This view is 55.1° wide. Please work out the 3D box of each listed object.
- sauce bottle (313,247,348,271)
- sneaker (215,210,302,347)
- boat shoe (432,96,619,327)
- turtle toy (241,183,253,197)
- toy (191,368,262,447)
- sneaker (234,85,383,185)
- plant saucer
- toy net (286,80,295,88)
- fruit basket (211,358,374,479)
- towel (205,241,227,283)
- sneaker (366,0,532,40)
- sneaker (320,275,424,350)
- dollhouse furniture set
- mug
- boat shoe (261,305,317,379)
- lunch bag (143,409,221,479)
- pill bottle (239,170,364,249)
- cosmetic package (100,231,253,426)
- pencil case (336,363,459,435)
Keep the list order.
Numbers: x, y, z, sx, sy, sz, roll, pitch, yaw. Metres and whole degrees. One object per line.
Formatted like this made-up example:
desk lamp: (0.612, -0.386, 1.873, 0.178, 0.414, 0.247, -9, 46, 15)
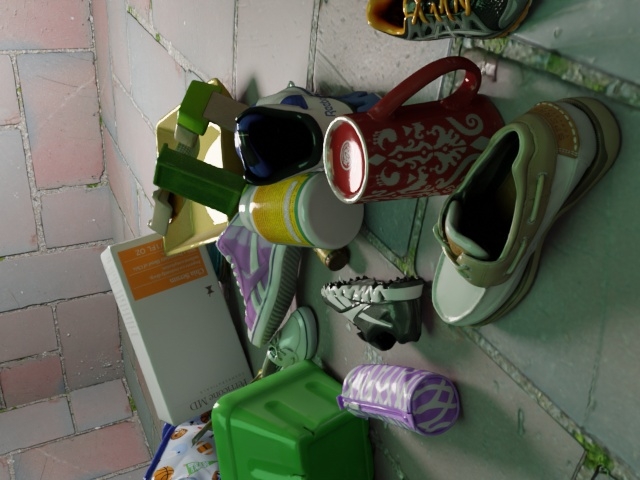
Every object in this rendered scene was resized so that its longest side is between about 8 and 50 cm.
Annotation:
sauce bottle: (0.000, 0.000, 1.030, 0.128, 0.042, 0.042, 49, 140, 44)
sneaker: (-0.131, 0.064, 1.182, 0.161, 0.102, 0.282, 22, 116, 17)
boat shoe: (0.168, -0.013, 0.623, 0.113, 0.103, 0.302, 59, 147, 36)
turtle toy: (-0.117, -0.067, 1.205, 0.130, 0.066, 0.095, 56, 172, 39)
toy: (-0.172, 0.361, 1.315, 0.056, 0.237, 0.137, 40, 152, 9)
sneaker: (-0.064, -0.156, 0.887, 0.316, 0.182, 0.127, 10, 111, 51)
plant saucer: (-0.260, -0.147, 1.369, 0.333, 0.081, 0.332, -14, 79, 53)
toy net: (-0.050, -0.166, 1.069, 0.122, 0.045, 0.232, 47, 138, 50)
fruit basket: (-0.075, 0.411, 1.126, 0.392, 0.283, 0.391, 14, 110, 42)
towel: (-0.297, -0.107, 1.580, 0.271, 0.040, 0.370, 49, 140, 44)
sneaker: (0.129, -0.246, 0.637, 0.215, 0.083, 0.084, 9, 106, 61)
sneaker: (0.070, 0.107, 0.893, 0.234, 0.078, 0.106, -7, 91, 61)
dollhouse furniture set: (-0.222, -0.130, 1.183, 0.301, 0.151, 0.197, 129, 159, -60)
mug: (0.095, -0.113, 0.655, 0.113, 0.169, 0.150, 16, 114, 62)
boat shoe: (-0.066, 0.219, 1.205, 0.083, 0.076, 0.226, 56, 146, 37)
lunch bag: (-0.310, 0.641, 1.638, 0.385, 0.239, 0.327, -77, -14, -69)
pill bottle: (-0.040, -0.049, 0.971, 0.208, 0.118, 0.117, 4, 104, 53)
cosmetic package: (-0.359, 0.202, 1.543, 0.161, 0.230, 0.453, -19, 92, 62)
pencil case: (0.103, 0.220, 0.861, 0.206, 0.088, 0.086, -19, 85, 62)
